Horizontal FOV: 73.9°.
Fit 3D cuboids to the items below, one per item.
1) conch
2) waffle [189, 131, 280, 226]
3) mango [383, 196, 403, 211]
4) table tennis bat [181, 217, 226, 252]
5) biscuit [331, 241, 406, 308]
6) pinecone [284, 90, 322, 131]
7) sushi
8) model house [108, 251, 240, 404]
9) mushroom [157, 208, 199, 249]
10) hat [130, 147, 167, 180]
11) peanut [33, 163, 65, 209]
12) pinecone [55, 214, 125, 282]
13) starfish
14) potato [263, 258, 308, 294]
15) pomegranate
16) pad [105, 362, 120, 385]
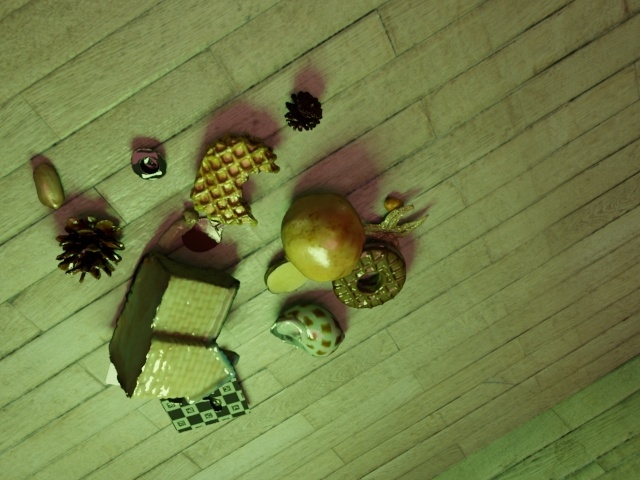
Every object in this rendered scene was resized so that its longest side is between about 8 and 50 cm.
[{"bbox_3d":[-0.034,0.384,1.795,0.249,0.197,0.368,-17,129,36],"label":"conch"},{"bbox_3d":[-0.298,-0.213,1.484,0.260,0.151,0.325,20,104,-23],"label":"waffle"},{"bbox_3d":[0.297,-0.144,1.717,0.089,0.046,0.060,2,113,-19],"label":"mango"},{"bbox_3d":[-0.417,-0.036,1.606,0.220,0.019,0.130,-28,116,1],"label":"table tennis bat"},{"bbox_3d":[0.203,0.149,1.769,0.331,0.103,0.333,-5,125,-7],"label":"biscuit"},{"bbox_3d":[-0.063,-0.437,1.456,0.140,0.140,0.120,26,138,-23],"label":"pinecone"},{"bbox_3d":[-0.522,0.664,1.870,0.342,0.064,0.360,-16,118,-2],"label":"sushi"},{"bbox_3d":[-0.498,0.314,1.586,0.399,0.394,0.446,19,91,-37],"label":"model house"},{"bbox_3d":[-0.526,-0.037,1.558,0.202,0.054,0.059,-40,80,13],"label":"mushroom"},{"bbox_3d":[-0.582,-0.262,1.445,0.121,0.050,0.121,-8,119,-15],"label":"hat"},{"bbox_3d":[-0.891,-0.175,1.396,0.076,0.076,0.152,-9,110,-10],"label":"peanut"},{"bbox_3d":[-0.784,0.038,1.454,0.202,0.202,0.229,2,139,0],"label":"pinecone"},{"bbox_3d":[0.290,-0.017,1.765,0.298,0.060,0.303,-6,126,-13],"label":"starfish"},{"bbox_3d":[-0.135,0.130,1.718,0.200,0.081,0.164,-22,129,-9],"label":"potato"},{"bbox_3d":[0.000,0.000,1.566,0.341,0.342,0.343,-5,115,-11],"label":"pomegranate"},{"bbox_3d":[-0.789,0.519,1.771,0.156,0.004,0.232,17,109,-21],"label":"pad"}]
